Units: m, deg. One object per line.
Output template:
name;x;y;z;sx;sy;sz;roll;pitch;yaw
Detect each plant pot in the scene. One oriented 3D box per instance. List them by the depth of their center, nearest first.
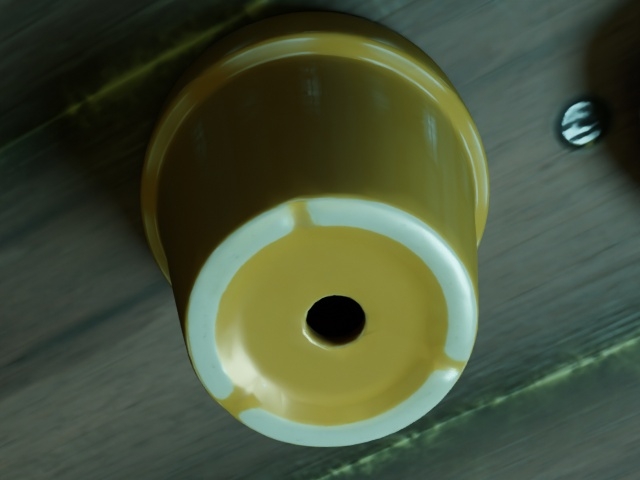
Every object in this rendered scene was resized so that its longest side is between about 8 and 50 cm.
plant pot;0.000;0.000;0.434;0.205;0.188;0.205;-1;116;-3
